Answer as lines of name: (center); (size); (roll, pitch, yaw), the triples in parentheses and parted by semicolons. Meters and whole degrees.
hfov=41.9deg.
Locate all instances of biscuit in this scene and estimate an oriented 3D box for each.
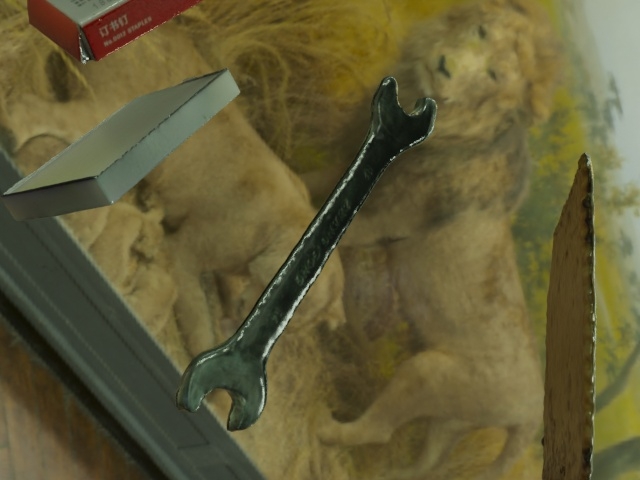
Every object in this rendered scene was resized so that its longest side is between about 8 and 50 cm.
biscuit: (0.193, 0.077, 0.656); (0.232, 0.013, 0.236); (66, 29, -70)

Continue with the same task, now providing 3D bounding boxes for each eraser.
eraser: (-0.135, -0.067, 0.575); (0.150, 0.104, 0.023); (-51, 124, -43)

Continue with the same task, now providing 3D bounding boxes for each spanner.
spanner: (0.000, 0.000, 0.496); (0.054, 0.015, 0.254); (44, 66, -25)

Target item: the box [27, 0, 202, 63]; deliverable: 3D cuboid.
box: (-0.194, -0.281, 0.902); (0.229, 0.123, 0.050); (-38, 142, -22)
